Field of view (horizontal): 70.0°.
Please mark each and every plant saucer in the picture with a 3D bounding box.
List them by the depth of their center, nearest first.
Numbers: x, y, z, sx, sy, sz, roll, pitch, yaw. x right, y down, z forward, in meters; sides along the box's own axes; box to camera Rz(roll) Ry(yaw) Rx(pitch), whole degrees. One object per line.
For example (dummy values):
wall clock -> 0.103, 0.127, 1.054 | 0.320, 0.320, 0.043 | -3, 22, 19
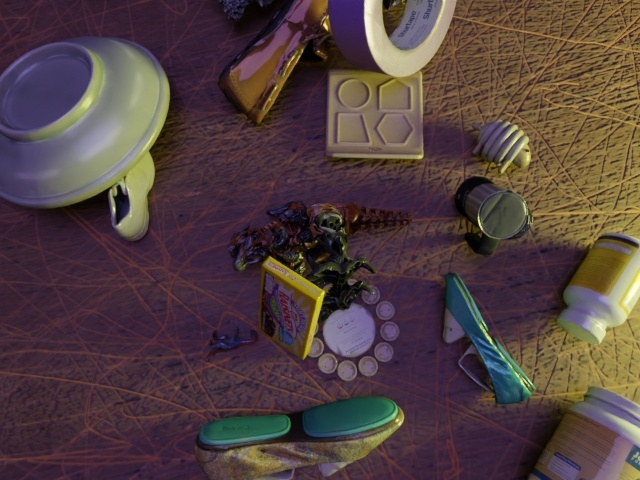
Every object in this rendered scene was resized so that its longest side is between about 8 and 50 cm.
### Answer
plant saucer -> -0.490, -0.257, 0.857 | 0.399, 0.101, 0.401 | -4, 65, 9

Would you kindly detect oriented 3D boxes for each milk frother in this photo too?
milk frother -> 0.331, -0.046, 0.818 | 0.143, 0.135, 0.129 | -8, 109, 2

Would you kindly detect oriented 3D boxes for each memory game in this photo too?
memory game -> 0.054, 0.163, 0.843 | 0.186, 0.012, 0.186 | 0, 77, 1

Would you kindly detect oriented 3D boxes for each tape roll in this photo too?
tape roll -> 0.140, -0.450, 0.836 | 0.090, 0.275, 0.275 | 30, 79, 37

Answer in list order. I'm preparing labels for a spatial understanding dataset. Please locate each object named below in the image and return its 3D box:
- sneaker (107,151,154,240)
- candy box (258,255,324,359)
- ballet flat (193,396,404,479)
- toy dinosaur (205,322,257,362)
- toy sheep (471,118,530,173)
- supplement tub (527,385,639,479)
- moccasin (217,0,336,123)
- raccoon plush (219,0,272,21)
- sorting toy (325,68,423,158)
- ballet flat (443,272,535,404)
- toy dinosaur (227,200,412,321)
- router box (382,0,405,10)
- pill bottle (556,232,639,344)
sneaker -> -0.369, -0.111, 0.870 | 0.080, 0.094, 0.213 | -8, 77, 1
candy box -> -0.054, 0.119, 0.757 | 0.105, 0.206, 0.027 | 29, 52, 14
ballet flat -> -0.032, 0.343, 0.765 | 0.348, 0.123, 0.123 | -8, 78, -1
toy dinosaur -> -0.160, 0.185, 0.840 | 0.082, 0.047, 0.090 | 15, 112, -4
toy sheep -> 0.344, -0.186, 0.877 | 0.132, 0.091, 0.091 | 40, 81, 14
supplement tub -> 0.442, 0.352, 0.725 | 0.144, 0.144, 0.200 | 35, 81, 8
moccasin -> -0.032, -0.397, 0.904 | 0.147, 0.139, 0.380 | 42, 82, -16
raccoon plush -> -0.069, -0.604, 0.818 | 0.299, 0.446, 0.216 | -37, 93, -20
sorting toy -> 0.108, -0.255, 0.923 | 0.192, 0.038, 0.209 | 1, 73, 2
ballet flat -> 0.269, 0.178, 0.803 | 0.087, 0.083, 0.247 | -34, 77, 9
toy dinosaur -> 0.000, 0.000, 0.814 | 0.321, 0.164, 0.219 | -27, 55, 13
router box -> 0.171, -0.690, 0.990 | 0.242, 0.081, 0.309 | -31, 79, -5
pill bottle -> 0.498, 0.085, 0.803 | 0.103, 0.103, 0.184 | 36, 81, 8
